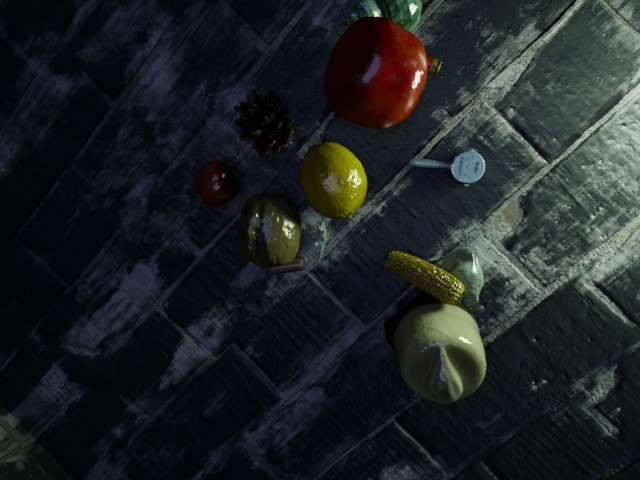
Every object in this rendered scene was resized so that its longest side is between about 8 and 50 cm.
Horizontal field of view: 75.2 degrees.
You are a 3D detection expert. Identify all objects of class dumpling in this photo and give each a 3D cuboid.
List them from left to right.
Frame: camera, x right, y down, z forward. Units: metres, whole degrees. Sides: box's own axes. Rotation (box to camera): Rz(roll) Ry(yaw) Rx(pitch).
[{"bbox_3d":[0.502,0.136,1.480,0.153,0.108,0.218,-7,95,11],"label":"dumpling"}]

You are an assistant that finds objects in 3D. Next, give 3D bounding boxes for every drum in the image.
[{"bbox_3d":[0.448,-0.281,1.455,0.254,0.049,0.129,22,102,6],"label":"drum"}]

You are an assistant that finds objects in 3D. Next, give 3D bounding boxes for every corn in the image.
[{"bbox_3d":[0.375,0.127,1.470,0.311,0.102,0.101,32,104,31],"label":"corn"}]

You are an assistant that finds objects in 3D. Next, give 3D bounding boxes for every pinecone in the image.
[{"bbox_3d":[-0.207,-0.427,1.481,0.203,0.201,0.228,-28,68,-1],"label":"pinecone"}]

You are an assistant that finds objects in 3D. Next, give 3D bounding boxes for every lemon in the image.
[{"bbox_3d":[0.043,-0.206,1.450,0.236,0.236,0.263,-41,109,13],"label":"lemon"}]

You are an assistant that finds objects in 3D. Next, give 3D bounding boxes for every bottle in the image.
[{"bbox_3d":[-0.130,0.098,1.615,0.140,0.053,0.053,-8,97,11],"label":"bottle"}]

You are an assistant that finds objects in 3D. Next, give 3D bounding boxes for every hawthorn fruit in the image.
[{"bbox_3d":[-0.406,-0.200,1.568,0.194,0.157,0.157,-37,91,10],"label":"hawthorn fruit"}]

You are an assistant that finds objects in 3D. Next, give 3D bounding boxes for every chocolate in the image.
[{"bbox_3d":[0.402,0.380,1.429,0.326,0.297,0.314,46,108,0],"label":"chocolate"}]

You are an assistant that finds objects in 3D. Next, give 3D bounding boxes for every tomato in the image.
[{"bbox_3d":[0.175,-0.529,1.342,0.293,0.289,0.325,25,107,-22],"label":"tomato"}]

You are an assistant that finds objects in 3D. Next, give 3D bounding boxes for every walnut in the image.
[{"bbox_3d":[-0.181,-0.036,1.517,0.228,0.283,0.282,9,102,40],"label":"walnut"}]

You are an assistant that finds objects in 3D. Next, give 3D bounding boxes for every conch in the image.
[{"bbox_3d":[0.194,-0.777,1.375,0.278,0.195,0.220,-24,124,-12],"label":"conch"}]

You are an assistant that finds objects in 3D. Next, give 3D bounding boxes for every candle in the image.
[{"bbox_3d":[0.345,-0.610,1.424,0.131,0.052,0.051,22,102,8],"label":"candle"}]

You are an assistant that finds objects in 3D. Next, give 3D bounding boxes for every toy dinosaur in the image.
[{"bbox_3d":[0.002,0.001,1.563,0.039,0.082,0.208,13,103,12],"label":"toy dinosaur"}]
